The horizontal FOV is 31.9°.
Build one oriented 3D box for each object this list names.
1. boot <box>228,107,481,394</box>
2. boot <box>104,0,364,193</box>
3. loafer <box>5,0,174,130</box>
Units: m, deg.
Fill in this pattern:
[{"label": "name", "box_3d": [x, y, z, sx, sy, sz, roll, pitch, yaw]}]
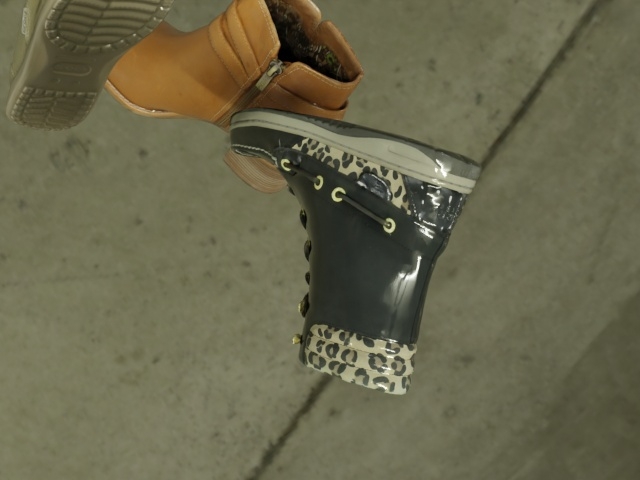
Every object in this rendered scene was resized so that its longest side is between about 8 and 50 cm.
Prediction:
[{"label": "boot", "box_3d": [-0.001, 0.000, 0.834, 0.085, 0.236, 0.178, 9, 96, -46]}, {"label": "boot", "box_3d": [-0.100, -0.177, 1.059, 0.109, 0.283, 0.220, -46, 179, -31]}, {"label": "loafer", "box_3d": [-0.205, -0.196, 0.946, 0.102, 0.092, 0.268, 4, 149, -38]}]
